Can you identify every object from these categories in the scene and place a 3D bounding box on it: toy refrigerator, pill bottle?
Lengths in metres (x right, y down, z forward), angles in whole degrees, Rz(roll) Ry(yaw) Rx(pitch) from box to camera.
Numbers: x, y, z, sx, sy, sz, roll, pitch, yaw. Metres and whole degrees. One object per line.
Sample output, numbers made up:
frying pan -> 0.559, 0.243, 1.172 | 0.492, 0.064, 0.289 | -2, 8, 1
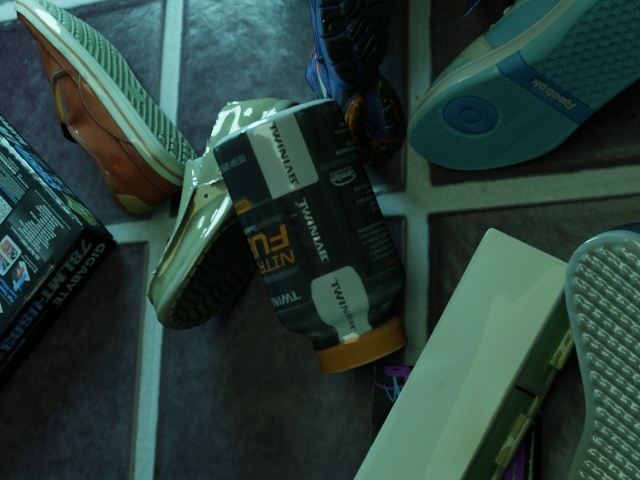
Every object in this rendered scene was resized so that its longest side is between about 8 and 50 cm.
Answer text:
toy refrigerator -> 0.136, 0.136, 1.000 | 0.094, 0.102, 0.269 | 27, 88, 30
pill bottle -> 0.000, 0.000, 1.098 | 0.130, 0.130, 0.245 | -22, 90, 21

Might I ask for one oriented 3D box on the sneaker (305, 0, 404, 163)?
sneaker -> 0.017, -0.179, 1.132 | 0.083, 0.221, 0.087 | -31, 39, -28

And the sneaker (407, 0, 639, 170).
sneaker -> 0.214, -0.208, 1.089 | 0.319, 0.127, 0.208 | -31, 37, 37

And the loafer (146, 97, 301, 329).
loafer -> -0.106, -0.033, 1.208 | 0.092, 0.102, 0.268 | 24, 79, 31

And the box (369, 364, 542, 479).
box -> 0.124, 0.174, 1.071 | 0.162, 0.029, 0.116 | -1, 75, 26

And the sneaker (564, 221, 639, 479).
sneaker -> 0.278, 0.141, 0.958 | 0.126, 0.127, 0.321 | 4, 103, 34

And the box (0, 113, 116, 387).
box -> -0.427, 0.017, 1.369 | 0.295, 0.073, 0.293 | 42, 98, 29

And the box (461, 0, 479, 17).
box -> 0.197, -0.316, 1.074 | 0.036, 0.136, 0.225 | 36, 120, -8

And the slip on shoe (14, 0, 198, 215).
slip on shoe -> -0.262, -0.161, 1.311 | 0.101, 0.123, 0.331 | -45, 66, 15
